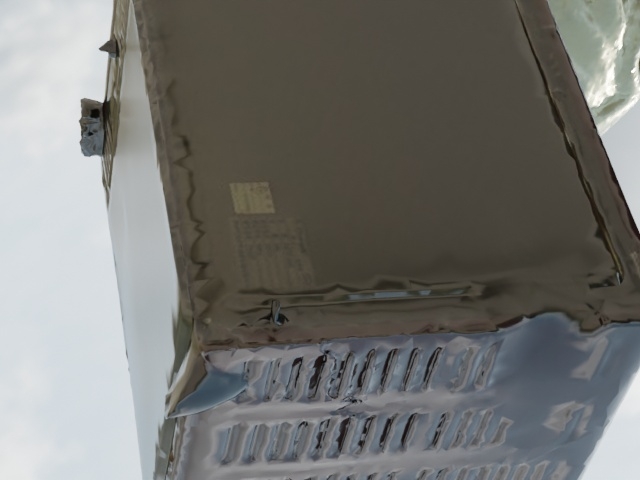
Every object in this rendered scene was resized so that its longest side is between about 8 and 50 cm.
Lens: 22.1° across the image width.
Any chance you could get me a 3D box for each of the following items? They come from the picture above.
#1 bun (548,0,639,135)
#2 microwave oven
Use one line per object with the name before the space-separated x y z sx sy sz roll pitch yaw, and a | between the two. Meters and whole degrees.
bun | 0.120 -0.123 0.871 0.133 0.231 0.231 26 -127 21
microwave oven | 0.002 -0.001 0.665 0.178 0.188 0.247 0 -129 -16
